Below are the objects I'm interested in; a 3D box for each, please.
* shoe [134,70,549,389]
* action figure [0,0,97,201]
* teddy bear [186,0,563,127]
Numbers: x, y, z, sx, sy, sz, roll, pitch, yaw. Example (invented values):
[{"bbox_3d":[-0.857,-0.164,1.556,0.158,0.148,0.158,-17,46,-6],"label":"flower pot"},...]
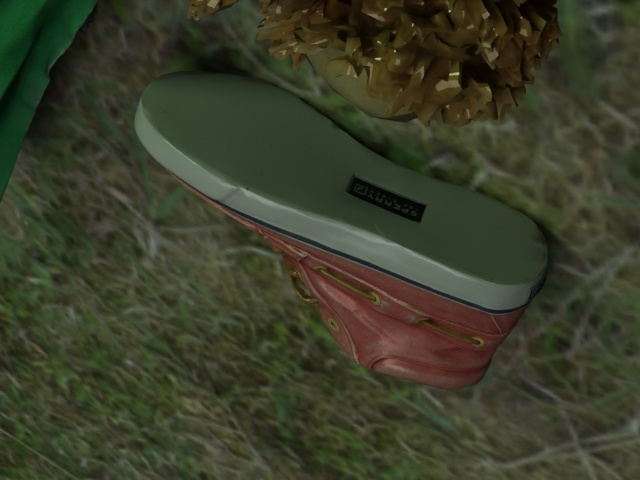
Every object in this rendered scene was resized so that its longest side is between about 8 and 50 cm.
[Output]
[{"bbox_3d":[0.000,0.000,0.633,0.178,0.063,0.081,25,137,4],"label":"shoe"},{"bbox_3d":[-0.137,-0.104,0.620,0.137,0.063,0.232,44,145,-10],"label":"action figure"},{"bbox_3d":[0.053,-0.153,0.368,0.245,0.113,0.338,14,139,-9],"label":"teddy bear"}]
